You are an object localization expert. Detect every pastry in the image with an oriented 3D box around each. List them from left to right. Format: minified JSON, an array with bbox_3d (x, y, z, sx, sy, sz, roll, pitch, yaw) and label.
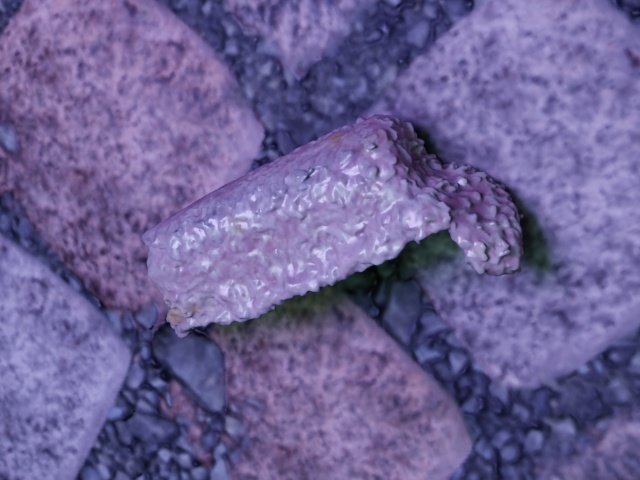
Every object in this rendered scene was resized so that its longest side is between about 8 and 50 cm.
[{"bbox_3d":[-0.002,-0.012,1.164,0.265,0.103,0.112,-13,109,21],"label":"pastry"}]
